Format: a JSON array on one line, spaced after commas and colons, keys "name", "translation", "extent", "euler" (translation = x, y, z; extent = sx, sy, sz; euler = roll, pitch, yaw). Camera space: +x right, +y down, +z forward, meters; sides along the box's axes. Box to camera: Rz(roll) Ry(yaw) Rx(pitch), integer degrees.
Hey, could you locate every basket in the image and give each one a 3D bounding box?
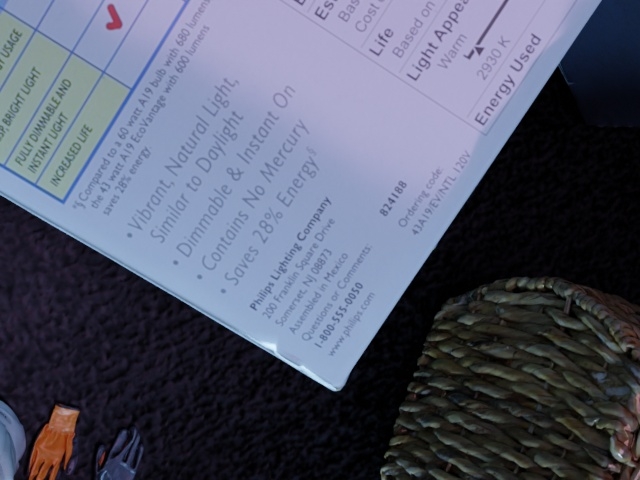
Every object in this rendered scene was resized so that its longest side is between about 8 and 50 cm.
[{"name": "basket", "translation": [0.222, 0.155, 0.889], "extent": [0.223, 0.299, 0.213], "euler": [21, 87, -21]}]

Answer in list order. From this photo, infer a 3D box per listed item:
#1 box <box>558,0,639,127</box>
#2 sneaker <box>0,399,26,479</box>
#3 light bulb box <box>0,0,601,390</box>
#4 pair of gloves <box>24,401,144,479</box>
[{"name": "box", "translation": [0.351, -0.404, 0.881], "extent": [0.480, 0.297, 0.471], "euler": [-36, 110, -14]}, {"name": "sneaker", "translation": [-0.298, 0.241, 0.787], "extent": [0.110, 0.118, 0.292], "euler": [30, 86, -24]}, {"name": "light bulb box", "translation": [-0.052, -0.170, 0.708], "extent": [0.361, 0.225, 0.358], "euler": [32, 98, -11]}, {"name": "pair of gloves", "translation": [-0.179, 0.167, 0.883], "extent": [0.083, 0.010, 0.074], "euler": [24, 87, -24]}]
